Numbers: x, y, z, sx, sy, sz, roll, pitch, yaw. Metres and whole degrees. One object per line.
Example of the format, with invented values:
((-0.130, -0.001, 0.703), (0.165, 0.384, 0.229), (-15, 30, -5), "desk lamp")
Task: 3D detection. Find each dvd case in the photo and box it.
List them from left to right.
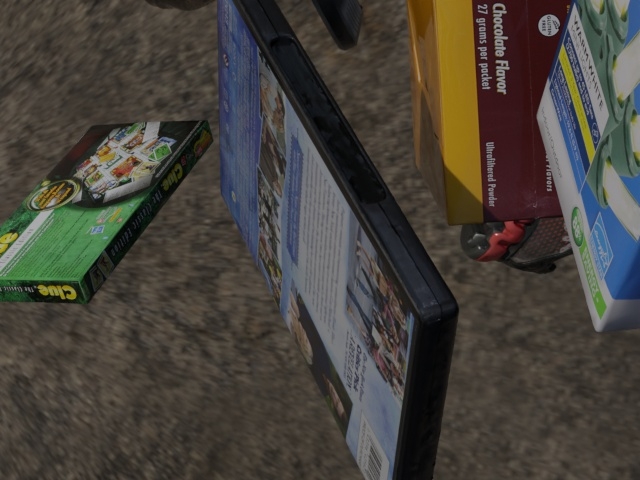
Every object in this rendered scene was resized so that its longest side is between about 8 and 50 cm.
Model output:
((0.000, 0.000, 0.785), (0.022, 0.180, 0.253), (-16, 52, -16), "dvd case")

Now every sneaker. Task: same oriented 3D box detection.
((0.271, -0.067, 1.623), (0.135, 0.097, 0.276), (27, 120, -20), "sneaker")

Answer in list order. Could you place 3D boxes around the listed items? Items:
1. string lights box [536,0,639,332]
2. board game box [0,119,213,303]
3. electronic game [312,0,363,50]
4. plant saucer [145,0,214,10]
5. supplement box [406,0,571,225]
((0.165, -0.082, 0.654), (0.077, 0.259, 0.133), (-6, 59, -7), "string lights box")
((-0.210, -0.031, 1.398), (0.259, 0.136, 0.030), (-57, 141, -47), "board game box")
((-0.027, -0.259, 1.249), (0.048, 0.229, 0.229), (-27, 99, 5), "electronic game")
((-0.078, -0.341, 1.642), (0.278, 0.278, 0.041), (-43, 86, -12), "plant saucer")
((0.157, -0.097, 0.901), (0.194, 0.191, 0.129), (-5, 103, -1), "supplement box")
